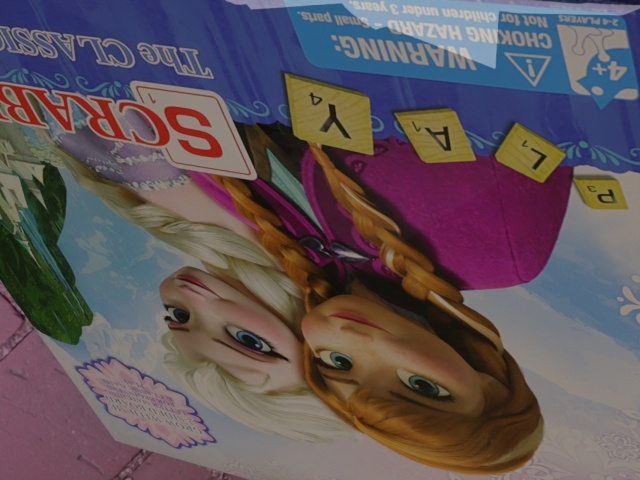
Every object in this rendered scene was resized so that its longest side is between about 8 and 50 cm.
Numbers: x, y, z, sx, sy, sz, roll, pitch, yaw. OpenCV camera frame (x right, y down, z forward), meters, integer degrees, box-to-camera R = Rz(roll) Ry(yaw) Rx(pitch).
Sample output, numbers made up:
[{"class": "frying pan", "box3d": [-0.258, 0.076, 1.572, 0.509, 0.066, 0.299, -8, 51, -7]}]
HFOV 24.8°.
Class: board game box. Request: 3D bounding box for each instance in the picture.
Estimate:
[{"class": "board game box", "box3d": [0.000, 0.000, 0.539, 0.319, 0.066, 0.318, 10, 144, 31]}]
